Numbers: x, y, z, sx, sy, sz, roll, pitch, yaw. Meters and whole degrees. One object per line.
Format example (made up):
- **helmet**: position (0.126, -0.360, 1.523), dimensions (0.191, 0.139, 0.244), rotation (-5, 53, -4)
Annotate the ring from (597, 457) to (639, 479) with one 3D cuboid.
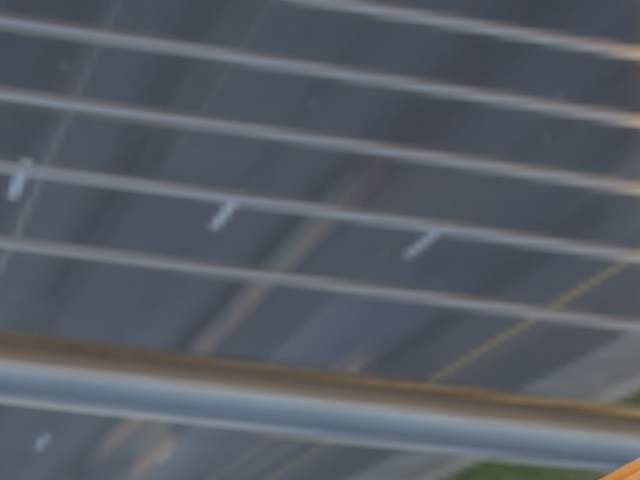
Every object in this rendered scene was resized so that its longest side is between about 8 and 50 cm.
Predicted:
- **ring**: position (0.000, 0.000, 0.367), dimensions (0.337, 0.032, 0.336), rotation (-8, 140, -7)
